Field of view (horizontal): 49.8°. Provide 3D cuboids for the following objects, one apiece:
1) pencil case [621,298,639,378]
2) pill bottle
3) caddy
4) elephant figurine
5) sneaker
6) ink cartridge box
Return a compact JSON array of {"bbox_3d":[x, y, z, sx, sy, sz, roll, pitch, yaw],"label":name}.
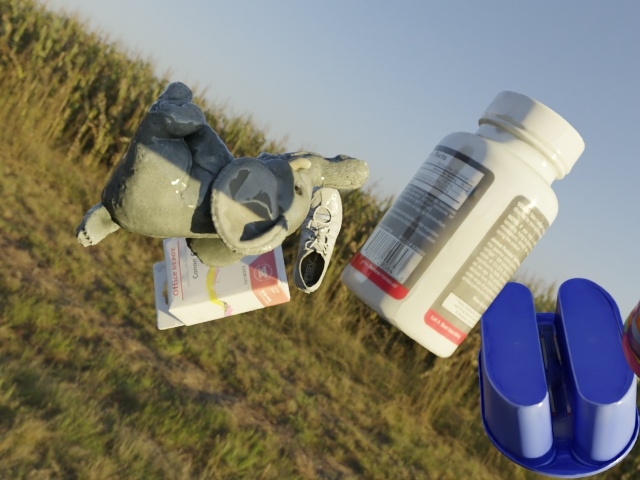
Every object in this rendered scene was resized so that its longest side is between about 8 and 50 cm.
[{"bbox_3d":[0.264,0.046,0.452,0.104,0.104,0.236,31,-9,22],"label":"pencil case"},{"bbox_3d":[0.185,-0.025,0.878,0.176,0.318,0.176,37,2,-1],"label":"pill bottle"},{"bbox_3d":[0.382,0.218,1.134,0.242,0.341,0.179,-5,-52,14],"label":"caddy"},{"bbox_3d":[-0.087,-0.044,0.723,0.240,0.186,0.169,31,19,-13],"label":"elephant figurine"},{"bbox_3d":[0.000,0.000,1.693,0.105,0.281,0.115,7,10,-8],"label":"sneaker"},{"bbox_3d":[-0.153,0.047,0.976,0.067,0.198,0.115,64,13,-62],"label":"ink cartridge box"}]
